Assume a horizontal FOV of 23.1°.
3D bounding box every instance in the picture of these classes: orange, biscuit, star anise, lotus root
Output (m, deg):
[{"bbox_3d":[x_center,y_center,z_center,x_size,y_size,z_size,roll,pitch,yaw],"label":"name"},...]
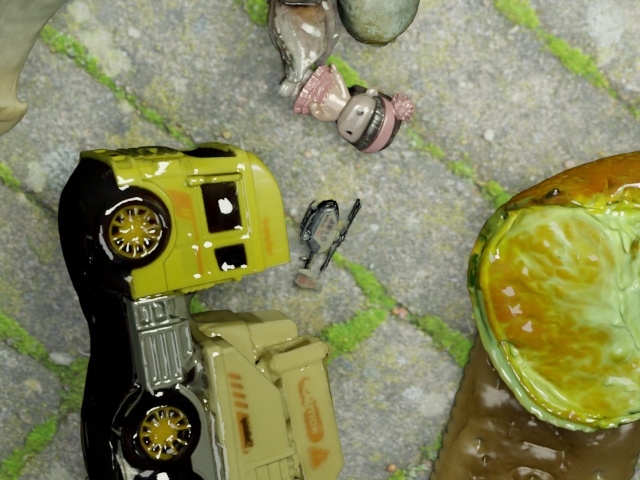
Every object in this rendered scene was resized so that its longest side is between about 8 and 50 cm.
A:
[{"bbox_3d":[0.310,0.043,1.481,0.335,0.196,0.262,-16,98,12],"label":"orange"},{"bbox_3d":[0.245,0.195,1.674,0.217,0.044,0.324,16,122,3],"label":"biscuit"},{"bbox_3d":[-0.015,-0.235,1.405,0.065,0.195,0.182,-2,103,-5],"label":"star anise"},{"bbox_3d":[0.050,-0.252,1.424,0.088,0.088,0.165,-2,116,12],"label":"lotus root"}]

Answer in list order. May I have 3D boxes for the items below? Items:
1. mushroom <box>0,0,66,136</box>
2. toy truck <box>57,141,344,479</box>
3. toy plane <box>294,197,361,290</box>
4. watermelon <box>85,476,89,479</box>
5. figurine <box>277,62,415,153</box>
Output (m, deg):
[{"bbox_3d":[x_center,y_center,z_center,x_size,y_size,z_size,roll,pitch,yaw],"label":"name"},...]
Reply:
[{"bbox_3d":[-0.269,-0.247,1.469,0.177,0.126,0.397,40,116,-22],"label":"mushroom"},{"bbox_3d":[-0.118,0.099,1.547,0.254,0.181,0.405,-12,101,-22],"label":"toy truck"},{"bbox_3d":[0.000,0.000,1.615,0.049,0.031,0.120,20,119,-11],"label":"toy plane"},{"bbox_3d":[-0.117,0.302,1.762,0.302,0.151,0.264,29,126,14],"label":"watermelon"},{"bbox_3d":[0.024,-0.137,1.521,0.129,0.054,0.072,30,106,1],"label":"figurine"}]
